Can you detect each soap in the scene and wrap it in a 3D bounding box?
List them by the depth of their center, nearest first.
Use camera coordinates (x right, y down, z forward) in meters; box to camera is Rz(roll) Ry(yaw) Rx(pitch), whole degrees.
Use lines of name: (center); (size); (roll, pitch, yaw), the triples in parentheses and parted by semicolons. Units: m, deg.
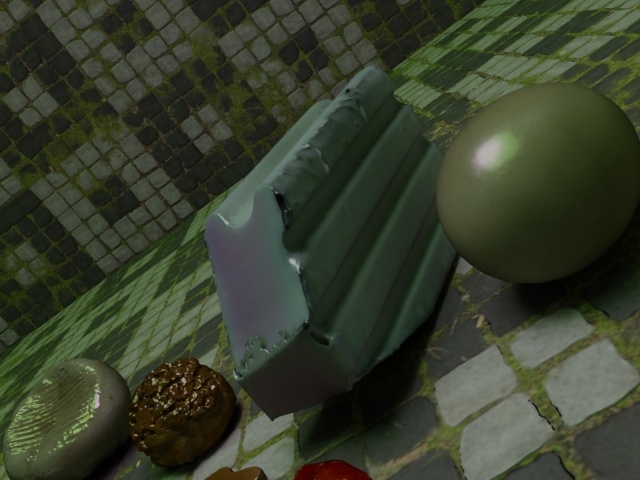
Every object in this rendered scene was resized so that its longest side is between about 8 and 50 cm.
soap: (0.027, -0.008, 0.815); (0.156, 0.261, 0.446); (-26, 21, 35)

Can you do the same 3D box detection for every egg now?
egg: (0.227, -0.064, 0.678); (0.189, 0.188, 0.254); (-18, 17, 50)

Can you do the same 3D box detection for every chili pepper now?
chili pepper: (0.012, 0.222, 0.582); (0.059, 0.050, 0.191); (-63, 17, -22)

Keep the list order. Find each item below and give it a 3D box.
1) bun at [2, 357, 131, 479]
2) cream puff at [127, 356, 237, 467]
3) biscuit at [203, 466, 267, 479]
bun: (-0.399, 0.303, 1.083); (0.231, 0.133, 0.231); (-21, 43, 20)
cream puff: (-0.195, 0.226, 0.899); (0.165, 0.115, 0.150); (-24, 24, 36)
biscuit: (-0.104, 0.286, 0.700); (0.118, 0.023, 0.140); (-38, 15, -4)
